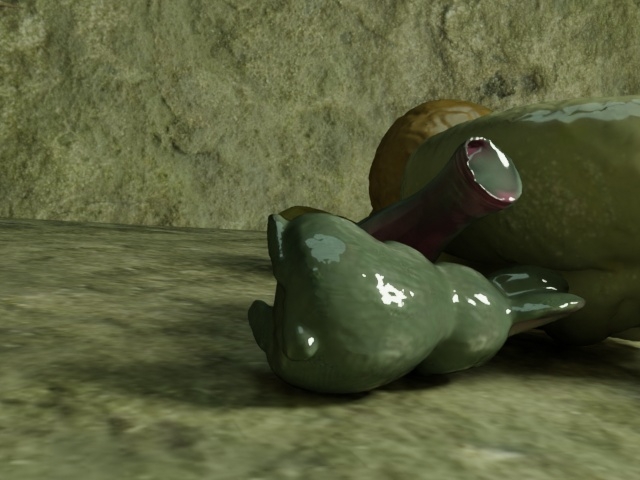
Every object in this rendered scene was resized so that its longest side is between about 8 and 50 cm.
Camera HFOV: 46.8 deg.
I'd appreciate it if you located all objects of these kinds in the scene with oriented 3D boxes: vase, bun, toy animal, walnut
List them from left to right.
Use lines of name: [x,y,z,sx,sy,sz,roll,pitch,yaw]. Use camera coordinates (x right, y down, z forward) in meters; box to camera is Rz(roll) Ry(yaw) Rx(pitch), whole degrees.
vase: [0.066,0.002,0.595,0.086,0.086,0.214,1,-31,-39]
toy animal: [0.066,0.058,0.509,0.236,0.108,0.138,16,26,-18]
walnut: [0.213,-0.073,1.182,0.332,0.333,0.333,4,3,0]
bun: [0.257,-0.011,0.692,0.365,0.220,0.365,-6,-4,0]

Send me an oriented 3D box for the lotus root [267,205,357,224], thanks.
lotus root: [0.000,0.000,1.272,0.110,0.097,0.258,-35,32,-21]
